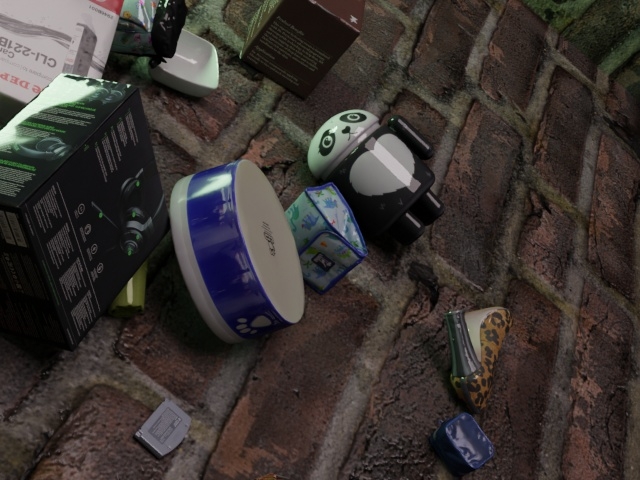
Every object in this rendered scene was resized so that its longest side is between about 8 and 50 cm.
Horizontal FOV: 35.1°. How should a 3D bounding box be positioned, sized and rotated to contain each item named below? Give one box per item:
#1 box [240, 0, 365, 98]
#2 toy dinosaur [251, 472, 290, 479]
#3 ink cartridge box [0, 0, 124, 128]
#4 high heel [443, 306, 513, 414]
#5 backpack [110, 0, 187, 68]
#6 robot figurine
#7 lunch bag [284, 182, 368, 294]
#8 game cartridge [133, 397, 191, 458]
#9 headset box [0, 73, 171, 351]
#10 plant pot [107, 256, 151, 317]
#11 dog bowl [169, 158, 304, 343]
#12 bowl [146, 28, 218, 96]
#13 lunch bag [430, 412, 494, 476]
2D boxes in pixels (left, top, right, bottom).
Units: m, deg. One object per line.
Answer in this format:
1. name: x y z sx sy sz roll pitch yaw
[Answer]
1. box: -0.034 -0.438 2.065 0.168 0.203 0.167 31 38 -18
2. toy dinosaur: 0.044 0.425 1.359 0.322 0.164 0.218 13 26 -5
3. ink cartridge box: -0.434 -0.303 1.555 0.197 0.114 0.272 22 65 -27
4. high heel: 0.307 0.220 1.877 0.261 0.093 0.186 3 74 -57
5. backpack: -0.336 -0.394 1.771 0.182 0.115 0.152 9 50 4
6. robot figurine: 0.104 -0.120 1.909 0.278 0.173 0.209 46 34 2
7. lunch bag: 0.000 0.000 1.733 0.096 0.129 0.151 -19 71 -49
8. game cartridge: -0.212 0.258 1.379 0.056 0.017 0.083 40 37 0
9. headset box: -0.326 -0.047 1.319 0.131 0.246 0.283 12 45 21
10. plant pot: -0.283 0.066 1.456 0.083 0.083 0.079 10 61 -37
11. dog bowl: -0.120 0.015 1.520 0.265 0.104 0.264 -18 90 -76
12. bowl: -0.262 -0.328 1.870 0.142 0.053 0.142 21 42 -30
13. lunch bag: 0.230 0.338 1.676 0.067 0.065 0.098 -25 74 -35
